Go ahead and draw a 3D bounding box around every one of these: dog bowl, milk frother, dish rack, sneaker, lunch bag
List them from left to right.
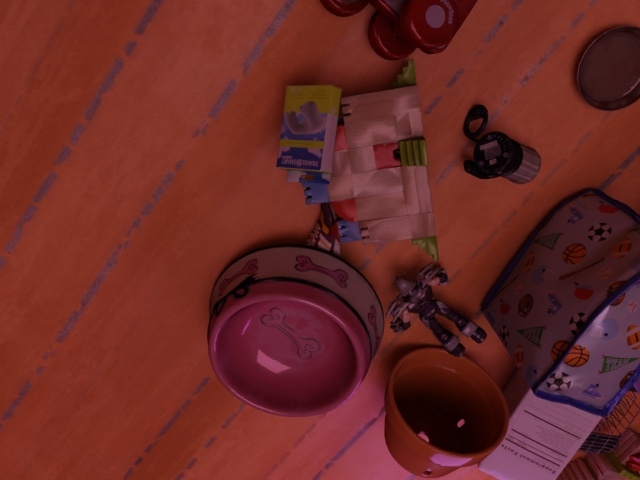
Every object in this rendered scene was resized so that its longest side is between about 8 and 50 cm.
[{"bbox_3d":[-0.065,0.218,1.347,0.408,0.150,0.407,4,120,7],"label":"dog bowl"},{"bbox_3d":[0.000,0.000,1.332,0.084,0.069,0.185,-6,115,-2],"label":"sneaker"},{"bbox_3d":[0.369,-0.197,1.254,0.135,0.129,0.143,9,87,-47],"label":"milk frother"},{"bbox_3d":[0.572,0.114,1.292,0.239,0.328,0.385,18,112,-18],"label":"lunch bag"},{"bbox_3d":[0.740,0.452,1.621,0.208,0.074,0.271,12,117,-9],"label":"dish rack"}]

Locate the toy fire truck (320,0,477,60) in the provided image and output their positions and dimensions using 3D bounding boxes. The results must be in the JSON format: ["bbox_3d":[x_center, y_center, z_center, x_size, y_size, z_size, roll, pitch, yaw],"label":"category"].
[{"bbox_3d":[0.153,-0.483,1.070,0.302,0.169,0.254,36,85,-20],"label":"toy fire truck"}]

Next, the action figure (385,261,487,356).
[{"bbox_3d":[0.253,0.163,1.410,0.185,0.099,0.285,-44,117,7],"label":"action figure"}]

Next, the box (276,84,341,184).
[{"bbox_3d":[-0.023,-0.197,1.135,0.109,0.042,0.178,8,93,35],"label":"box"}]

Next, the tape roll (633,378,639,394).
[{"bbox_3d":[0.785,0.270,1.384,0.189,0.080,0.189,-2,118,-4],"label":"tape roll"}]

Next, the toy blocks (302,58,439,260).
[{"bbox_3d":[0.078,-0.140,1.199,0.261,0.191,0.381,-8,103,8],"label":"toy blocks"}]

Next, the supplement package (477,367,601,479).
[{"bbox_3d":[0.537,0.453,1.519,0.175,0.177,0.293,26,114,6],"label":"supplement package"}]

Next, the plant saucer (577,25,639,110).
[{"bbox_3d":[0.596,-0.347,1.230,0.169,0.029,0.168,-2,116,-3],"label":"plant saucer"}]

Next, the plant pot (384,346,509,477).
[{"bbox_3d":[0.277,0.434,1.474,0.291,0.290,0.203,9,133,-9],"label":"plant pot"}]

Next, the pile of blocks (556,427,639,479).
[{"bbox_3d":[0.790,0.675,1.711,0.362,0.112,0.149,-32,115,11],"label":"pile of blocks"}]
